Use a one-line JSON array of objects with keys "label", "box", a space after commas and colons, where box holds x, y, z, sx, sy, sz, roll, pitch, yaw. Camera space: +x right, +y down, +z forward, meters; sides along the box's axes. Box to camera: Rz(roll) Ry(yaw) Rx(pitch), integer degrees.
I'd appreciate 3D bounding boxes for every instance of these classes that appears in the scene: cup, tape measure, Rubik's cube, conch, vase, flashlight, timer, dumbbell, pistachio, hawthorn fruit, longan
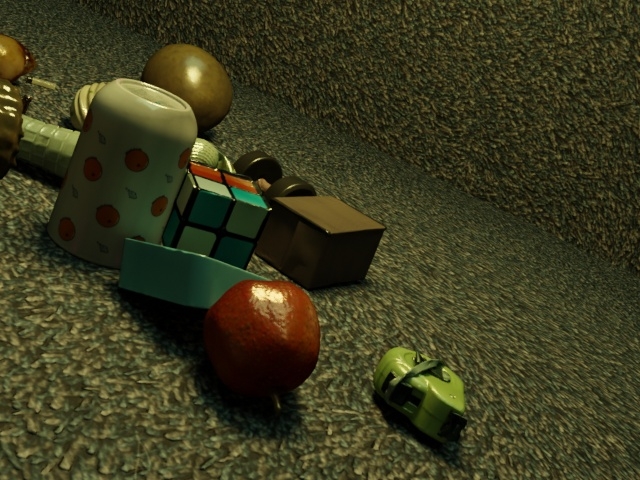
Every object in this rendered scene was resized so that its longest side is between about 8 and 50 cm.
[{"label": "cup", "box": [-0.369, -0.132, 1.541, 0.212, 0.317, 0.212, 21, 18, -7]}, {"label": "tape measure", "box": [0.184, 0.262, 1.461, 0.175, 0.106, 0.200, 29, 16, 6]}, {"label": "Rubik's cube", "box": [-0.231, -0.053, 1.741, 0.183, 0.167, 0.180, 14, 21, -27]}, {"label": "conch", "box": [-0.310, -0.152, 1.993, 0.172, 0.131, 0.200, 40, 51, -25]}, {"label": "vase", "box": [-0.617, -0.213, 1.770, 0.299, 0.143, 0.143, 21, 18, -4]}, {"label": "flashlight", "box": [-0.831, -0.469, 2.417, 0.083, 0.018, 0.018, 13, 22, -30]}, {"label": "timer", "box": [-0.206, 0.061, 1.464, 0.232, 0.091, 0.250, 9, 1, 38]}, {"label": "dumbbell", "box": [-0.126, -0.124, 2.107, 0.152, 0.152, 0.218, 6, 25, -45]}, {"label": "pistachio", "box": [-0.896, -0.501, 2.257, 0.210, 0.165, 0.131, -6, -7, -37]}, {"label": "hawthorn fruit", "box": [-0.087, 0.175, 1.287, 0.197, 0.196, 0.225, 13, 43, -32]}, {"label": "longan", "box": [-0.421, -0.475, 2.574, 0.297, 0.297, 0.297, 22, 18, -7]}]

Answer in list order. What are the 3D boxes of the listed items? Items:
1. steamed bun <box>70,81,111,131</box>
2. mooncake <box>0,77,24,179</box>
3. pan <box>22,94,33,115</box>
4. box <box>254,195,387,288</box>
[{"label": "steamed bun", "box": [-0.587, -0.363, 2.174, 0.183, 0.106, 0.183, -8, 40, 6]}, {"label": "mooncake", "box": [-0.653, -0.209, 1.548, 0.124, 0.228, 0.228, 5, 26, -42]}, {"label": "pan", "box": [-0.687, -0.276, 1.844, 0.115, 0.040, 0.212, 26, -24, -24]}, {"label": "box", "box": [0.000, 0.000, 1.914, 0.188, 0.153, 0.252, 31, 19, 27]}]
